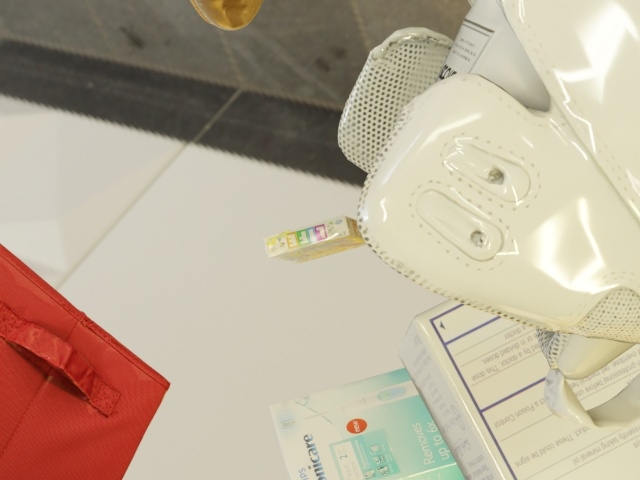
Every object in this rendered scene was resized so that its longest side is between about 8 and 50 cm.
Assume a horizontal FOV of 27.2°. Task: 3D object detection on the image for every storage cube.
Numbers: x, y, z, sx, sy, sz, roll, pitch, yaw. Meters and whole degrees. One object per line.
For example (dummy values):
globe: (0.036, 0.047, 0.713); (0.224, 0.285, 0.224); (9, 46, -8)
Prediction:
storage cube: (-0.251, 0.123, 0.849); (0.215, 0.193, 0.183); (-1, 144, 43)

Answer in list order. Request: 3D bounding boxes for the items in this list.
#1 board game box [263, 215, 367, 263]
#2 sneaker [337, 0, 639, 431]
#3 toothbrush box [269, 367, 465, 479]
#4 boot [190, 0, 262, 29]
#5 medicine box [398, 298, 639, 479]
board game box: (0.000, 0.000, 1.636); (0.103, 0.026, 0.154); (-15, 173, 12)
sneaker: (0.064, -0.111, 0.380); (0.366, 0.210, 0.137); (51, -171, -15)
toothbrush box: (0.094, 0.315, 1.955); (0.216, 0.295, 0.126); (-111, 7, -52)
boot: (-0.091, -0.312, 1.447); (0.115, 0.112, 0.305); (62, 164, 24)
medicine box: (0.249, 0.146, 1.113); (0.289, 0.263, 0.149); (63, 171, 12)
